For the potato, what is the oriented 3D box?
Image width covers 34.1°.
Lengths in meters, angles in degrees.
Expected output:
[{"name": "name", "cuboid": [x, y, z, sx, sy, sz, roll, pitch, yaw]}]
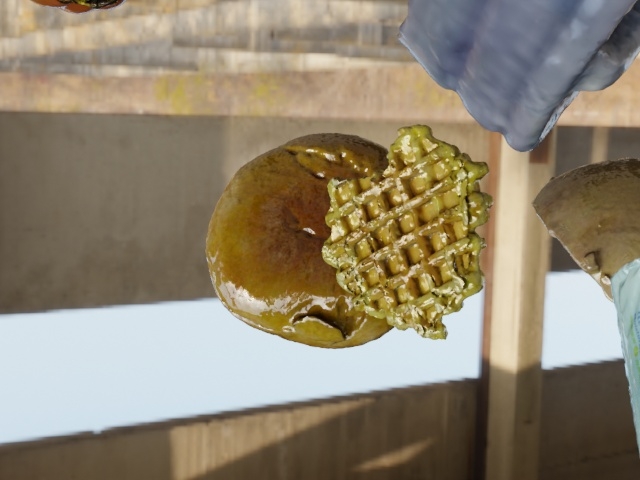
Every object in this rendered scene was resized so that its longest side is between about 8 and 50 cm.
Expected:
[{"name": "potato", "cuboid": [0.383, -0.007, 1.119, 0.264, 0.189, 0.211, 45, -163, 2]}]

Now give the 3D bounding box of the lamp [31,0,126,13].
[{"name": "lamp", "cuboid": [-0.279, -0.366, 1.218, 0.223, 0.197, 0.223, -15, 153, -8]}]

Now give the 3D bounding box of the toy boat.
[{"name": "toy boat", "cuboid": [0.107, -0.133, 0.296, 0.127, 0.078, 0.283, -45, 169, -27]}]

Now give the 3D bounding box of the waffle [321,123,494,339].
[{"name": "waffle", "cuboid": [0.107, -0.018, 1.325, 0.051, 0.291, 0.291, 1, -175, -44]}]

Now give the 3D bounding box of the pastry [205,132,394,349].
[{"name": "pastry", "cuboid": [0.000, 0.000, 1.545, 0.355, 0.356, 0.164, 2, 167, 11]}]

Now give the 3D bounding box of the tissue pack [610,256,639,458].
[{"name": "tissue pack", "cuboid": [0.322, 0.140, 0.760, 0.177, 0.263, 0.089, -1, 160, -6]}]
